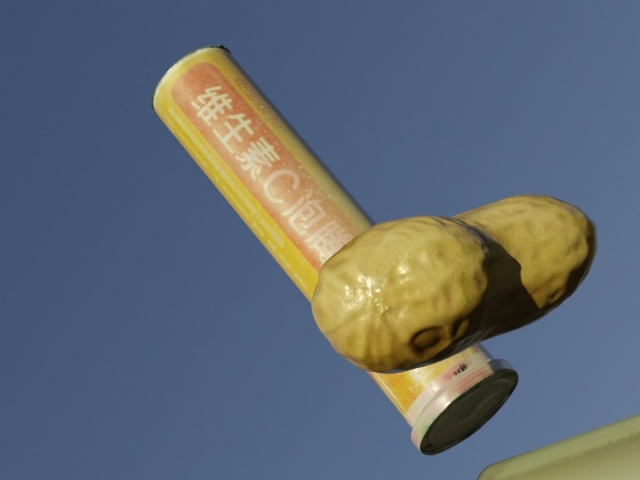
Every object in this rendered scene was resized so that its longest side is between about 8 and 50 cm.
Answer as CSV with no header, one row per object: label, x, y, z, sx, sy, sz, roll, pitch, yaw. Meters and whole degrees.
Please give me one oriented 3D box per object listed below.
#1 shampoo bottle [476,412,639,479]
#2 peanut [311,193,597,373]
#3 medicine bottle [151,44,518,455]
shampoo bottle,0.174,0.145,1.024,0.262,0.085,0.085,-24,-18,31
peanut,0.107,0.026,1.342,0.236,0.110,0.120,-17,-51,-21
medicine bottle,0.000,0.000,1.608,0.108,0.426,0.108,-33,-26,-18
